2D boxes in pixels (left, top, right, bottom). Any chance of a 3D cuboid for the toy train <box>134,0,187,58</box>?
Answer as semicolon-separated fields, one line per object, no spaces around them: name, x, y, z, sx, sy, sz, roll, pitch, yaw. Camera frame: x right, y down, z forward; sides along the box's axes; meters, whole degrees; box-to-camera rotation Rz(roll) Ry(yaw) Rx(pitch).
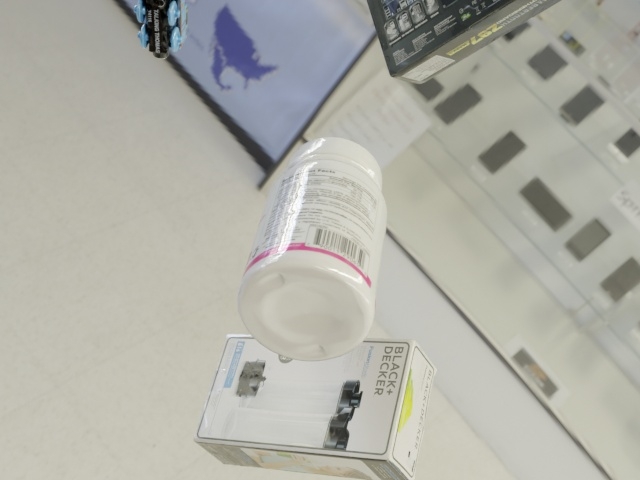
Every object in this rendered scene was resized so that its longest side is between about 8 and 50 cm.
toy train;-0.266;-0.400;1.607;0.080;0.184;0.105;7;41;3

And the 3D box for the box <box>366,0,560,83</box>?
box;0.142;-0.284;0.910;0.059;0.232;0.183;1;67;-50

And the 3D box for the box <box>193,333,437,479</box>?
box;-0.007;0.216;1.264;0.087;0.290;0.169;54;45;-47

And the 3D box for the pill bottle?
pill bottle;0.000;0.000;1.191;0.160;0.160;0.283;31;36;-14
